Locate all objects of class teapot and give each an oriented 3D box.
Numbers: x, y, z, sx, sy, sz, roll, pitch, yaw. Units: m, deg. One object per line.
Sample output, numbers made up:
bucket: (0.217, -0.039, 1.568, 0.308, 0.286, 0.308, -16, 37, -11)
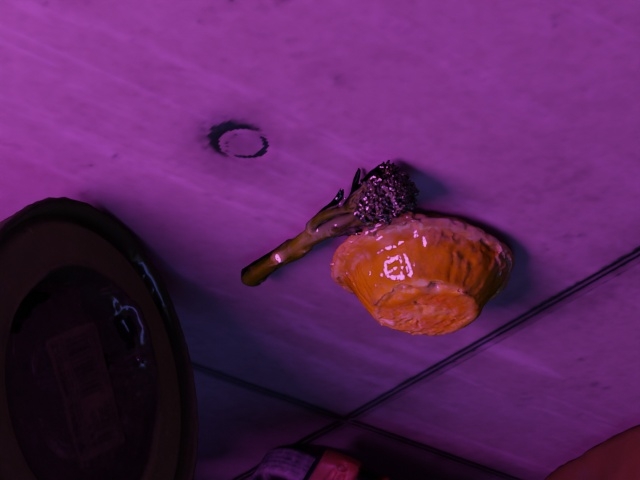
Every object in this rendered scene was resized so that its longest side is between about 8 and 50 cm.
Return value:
teapot: (-0.271, 0.114, 0.786, 0.337, 0.200, 0.270, -13, -175, 26)

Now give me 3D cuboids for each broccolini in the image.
broccolini: (0.000, 0.000, 0.769, 0.030, 0.035, 0.140, 27, 142, -27)

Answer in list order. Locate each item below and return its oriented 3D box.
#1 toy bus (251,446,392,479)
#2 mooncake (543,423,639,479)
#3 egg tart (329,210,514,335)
toy bus: (-0.008, 0.341, 1.077, 0.233, 0.203, 0.427, 30, 147, 5)
mooncake: (0.326, 0.277, 1.020, 0.378, 0.201, 0.378, 2, 146, 1)
egg tart: (0.057, 0.023, 0.796, 0.105, 0.039, 0.105, 1, 146, 1)
